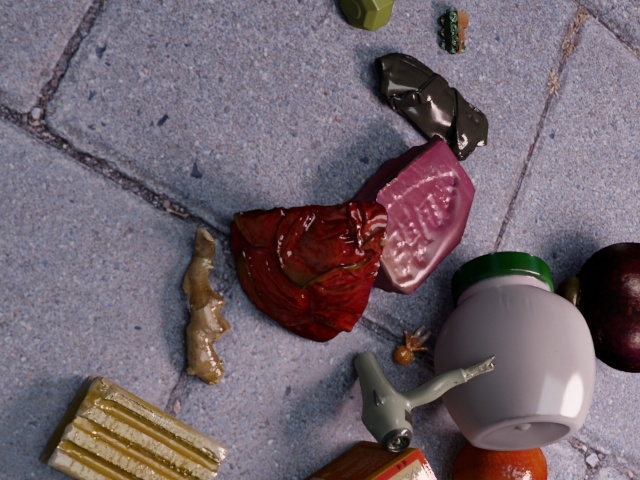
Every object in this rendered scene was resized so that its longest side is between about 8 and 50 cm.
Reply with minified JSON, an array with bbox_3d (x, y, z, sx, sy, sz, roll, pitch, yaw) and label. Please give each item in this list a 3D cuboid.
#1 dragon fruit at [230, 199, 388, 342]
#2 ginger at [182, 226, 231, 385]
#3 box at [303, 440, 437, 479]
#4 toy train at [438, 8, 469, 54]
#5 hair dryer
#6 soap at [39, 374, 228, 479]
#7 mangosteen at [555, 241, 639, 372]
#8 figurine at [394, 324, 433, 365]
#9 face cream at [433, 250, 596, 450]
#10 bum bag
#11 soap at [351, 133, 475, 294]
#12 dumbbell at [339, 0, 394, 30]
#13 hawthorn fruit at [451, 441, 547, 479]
[{"bbox_3d":[0.000,0.000,1.733,0.302,0.330,0.240,35,47,-18],"label":"dragon fruit"},{"bbox_3d":[-0.207,0.120,1.708,0.089,0.075,0.288,1,88,-6],"label":"ginger"},{"bbox_3d":[0.080,0.552,1.729,0.284,0.214,0.259,-27,95,-28],"label":"box"},{"bbox_3d":[0.298,-0.460,2.079,0.064,0.044,0.103,4,81,-39],"label":"toy train"},{"bbox_3d":[0.172,0.259,1.801,0.267,0.229,0.092,-38,130,-11],"label":"hair dryer"},{"bbox_3d":[-0.316,0.368,1.604,0.274,0.089,0.173,35,69,-20],"label":"soap"},{"bbox_3d":[0.671,0.142,2.068,0.293,0.297,0.297,22,73,-8],"label":"mangosteen"},{"bbox_3d":[0.191,0.212,1.931,0.064,0.047,0.109,39,57,12],"label":"figurine"},{"bbox_3d":[0.380,0.221,1.866,0.219,0.313,0.357,53,29,-50],"label":"face cream"},{"bbox_3d":[0.239,-0.284,2.001,0.326,0.080,0.142,35,65,-20],"label":"bum bag"},{"bbox_3d":[0.174,-0.044,1.908,0.325,0.127,0.220,-42,101,-26],"label":"soap"},{"bbox_3d":[0.175,-0.546,1.983,0.302,0.121,0.108,-33,128,-27],"label":"dumbbell"},{"bbox_3d":[0.381,0.466,1.925,0.196,0.197,0.225,54,49,-12],"label":"hawthorn fruit"}]
